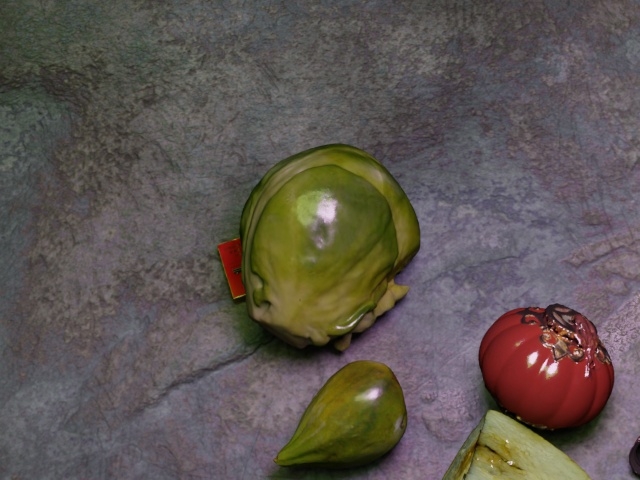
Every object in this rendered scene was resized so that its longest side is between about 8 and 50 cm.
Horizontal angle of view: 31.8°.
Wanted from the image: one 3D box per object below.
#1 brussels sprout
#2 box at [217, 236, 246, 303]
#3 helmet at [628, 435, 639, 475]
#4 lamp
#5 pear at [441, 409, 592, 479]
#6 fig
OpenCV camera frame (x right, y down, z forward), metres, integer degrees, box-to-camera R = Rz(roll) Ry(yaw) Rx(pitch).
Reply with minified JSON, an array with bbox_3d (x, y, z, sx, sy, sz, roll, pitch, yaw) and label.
[{"bbox_3d":[0.000,0.000,1.994,0.276,0.315,0.371,15,63,45],"label":"brussels sprout"},{"bbox_3d":[-0.138,0.049,2.129,0.090,0.023,0.133,-18,55,-1],"label":"box"},{"bbox_3d":[0.534,0.338,1.815,0.084,0.049,0.065,-42,91,11],"label":"helmet"},{"bbox_3d":[0.371,0.201,1.832,0.227,0.227,0.227,-4,56,6],"label":"lamp"},{"bbox_3d":[0.304,0.421,1.717,0.292,0.159,0.292,16,27,-8],"label":"pear"},{"bbox_3d":[0.052,0.307,1.852,0.167,0.167,0.233,31,89,26],"label":"fig"}]
